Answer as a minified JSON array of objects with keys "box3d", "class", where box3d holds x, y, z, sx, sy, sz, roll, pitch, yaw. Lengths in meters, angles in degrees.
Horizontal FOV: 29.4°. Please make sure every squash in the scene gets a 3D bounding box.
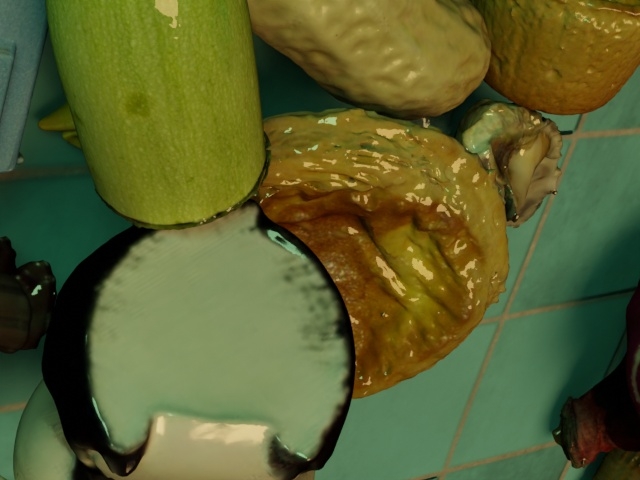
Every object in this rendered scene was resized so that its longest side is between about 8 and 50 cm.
[{"box3d":[-0.110,-0.133,0.787,0.132,0.132,0.247,-28,141,-16],"class":"squash"}]

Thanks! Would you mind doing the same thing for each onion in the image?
[{"box3d":[0.476,0.182,1.550,0.420,0.398,0.398,-14,158,40],"class":"onion"}]

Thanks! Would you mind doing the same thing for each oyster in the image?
[{"box3d":[0.168,-0.045,1.222,0.275,0.100,0.271,-45,152,-55],"class":"oyster"}]

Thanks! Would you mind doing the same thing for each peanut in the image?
[{"box3d":[0.029,-0.192,0.975,0.152,0.152,0.313,-49,133,7],"class":"peanut"}]

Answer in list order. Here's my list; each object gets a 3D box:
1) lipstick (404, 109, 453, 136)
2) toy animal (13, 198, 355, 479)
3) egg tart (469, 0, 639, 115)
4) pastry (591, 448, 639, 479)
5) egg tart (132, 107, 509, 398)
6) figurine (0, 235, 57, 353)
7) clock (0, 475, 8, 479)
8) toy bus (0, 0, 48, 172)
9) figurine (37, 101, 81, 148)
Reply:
[{"box3d":[0.094,-0.126,1.149,0.068,0.061,0.274,-8,123,-31],"class":"lipstick"},{"box3d":[-0.107,0.132,0.956,0.251,0.251,0.310,-15,159,-28],"class":"toy animal"},{"box3d":[0.220,-0.214,1.094,0.202,0.202,0.147,-16,145,-27],"class":"egg tart"},{"box3d":[0.493,0.345,1.807,0.229,0.100,0.218,-33,141,-18],"class":"pastry"},{"box3d":[0.000,0.000,1.084,0.352,0.150,0.352,-5,136,-5],"class":"egg tart"},{"box3d":[-0.351,0.003,0.812,0.365,0.218,0.206,-7,126,-41],"class":"figurine"},{"box3d":[-0.347,0.218,0.966,0.324,0.265,0.109,64,41,-52],"class":"clock"},{"box3d":[-0.246,-0.157,0.809,0.116,0.133,0.234,-2,123,-39],"class":"toy bus"},{"box3d":[-0.142,-0.131,0.949,0.178,0.109,0.129,-29,151,-4],"class":"figurine"}]
